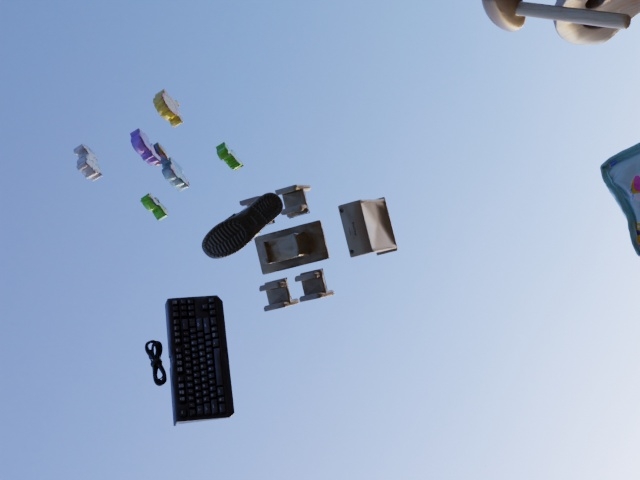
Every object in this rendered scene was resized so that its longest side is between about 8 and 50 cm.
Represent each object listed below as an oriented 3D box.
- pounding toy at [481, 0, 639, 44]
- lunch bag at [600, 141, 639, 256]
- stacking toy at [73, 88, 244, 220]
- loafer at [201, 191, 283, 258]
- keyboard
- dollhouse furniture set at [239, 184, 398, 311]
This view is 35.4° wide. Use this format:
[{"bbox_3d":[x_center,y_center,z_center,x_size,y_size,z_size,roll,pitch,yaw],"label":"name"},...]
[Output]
[{"bbox_3d":[0.306,-0.247,0.998,0.154,0.270,0.154,39,-143,-61],"label":"pounding toy"},{"bbox_3d":[0.501,-0.074,1.217,0.223,0.262,0.160,18,-132,-59],"label":"lunch bag"},{"bbox_3d":[-0.237,-0.116,1.499,0.221,0.167,0.052,42,-158,-51],"label":"stacking toy"},{"bbox_3d":[-0.121,-0.021,1.586,0.056,0.148,0.050,57,-179,1],"label":"loafer"},{"bbox_3d":[-0.175,0.154,1.312,0.023,0.108,0.180,92,170,-56],"label":"keyboard"},{"bbox_3d":[0.000,0.000,1.884,0.161,0.242,0.212,-7,-97,-69],"label":"dollhouse furniture set"}]
